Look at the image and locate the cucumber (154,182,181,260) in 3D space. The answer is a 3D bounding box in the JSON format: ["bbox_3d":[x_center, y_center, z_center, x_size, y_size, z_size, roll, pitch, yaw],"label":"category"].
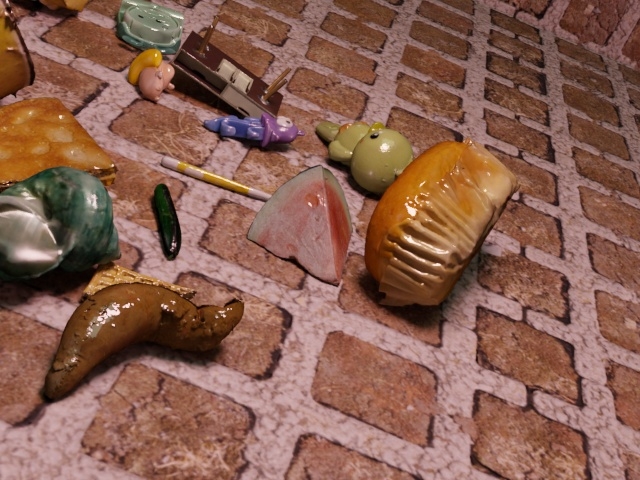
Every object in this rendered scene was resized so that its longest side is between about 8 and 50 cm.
[{"bbox_3d":[-0.248,-0.034,1.570,0.036,0.033,0.184,26,27,-35],"label":"cucumber"}]

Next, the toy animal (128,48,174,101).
[{"bbox_3d":[-0.328,-0.336,1.943,0.082,0.091,0.114,11,28,-47],"label":"toy animal"}]

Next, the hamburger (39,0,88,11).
[{"bbox_3d":[-0.601,-0.646,2.069,0.237,0.276,0.276,17,30,6],"label":"hamburger"}]

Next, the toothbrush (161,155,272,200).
[{"bbox_3d":[-0.152,-0.096,1.744,0.288,0.021,0.024,19,21,-7],"label":"toothbrush"}]

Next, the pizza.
[{"bbox_3d":[-0.491,-0.139,1.518,0.258,0.087,0.268,-9,42,-37],"label":"pizza"}]

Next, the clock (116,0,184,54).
[{"bbox_3d":[-0.377,-0.471,2.139,0.148,0.060,0.188,13,33,-19],"label":"clock"}]

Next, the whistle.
[{"bbox_3d":[0.089,-0.200,1.964,0.141,0.141,0.294,-4,39,-39],"label":"whistle"}]

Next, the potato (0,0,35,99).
[{"bbox_3d":[-0.667,-0.324,1.556,0.296,0.289,0.397,-32,35,-23],"label":"potato"}]

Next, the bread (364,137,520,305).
[{"bbox_3d":[0.213,-0.044,1.704,0.183,0.236,0.388,31,31,10],"label":"bread"}]

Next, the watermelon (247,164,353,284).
[{"bbox_3d":[-0.016,-0.009,1.686,0.207,0.136,0.202,29,58,-50],"label":"watermelon"}]

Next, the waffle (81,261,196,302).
[{"bbox_3d":[-0.261,0.080,1.390,0.153,0.023,0.097,19,31,-8],"label":"waffle"}]

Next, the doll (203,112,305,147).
[{"bbox_3d":[-0.131,-0.225,1.923,0.206,0.067,0.110,3,26,-13],"label":"doll"}]

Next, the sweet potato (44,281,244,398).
[{"bbox_3d":[-0.243,0.112,1.286,0.310,0.098,0.124,-12,53,-41],"label":"sweet potato"}]

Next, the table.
[{"bbox_3d":[-0.172,-0.359,1.997,0.240,0.111,0.121,34,28,-14],"label":"table"}]

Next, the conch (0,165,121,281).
[{"bbox_3d":[-0.376,-0.013,1.349,0.202,0.134,0.196,10,64,-15],"label":"conch"}]
